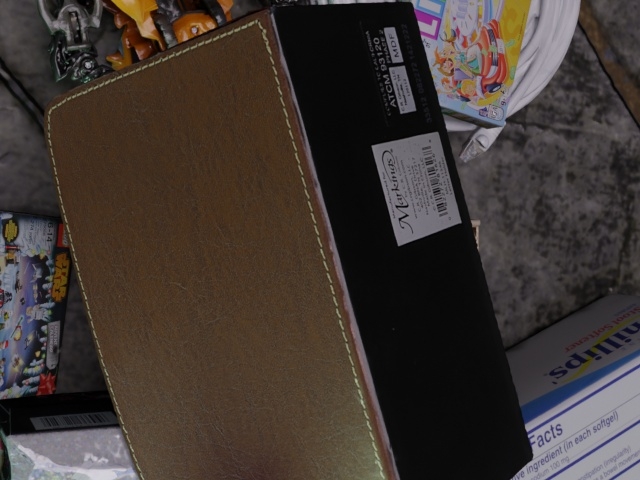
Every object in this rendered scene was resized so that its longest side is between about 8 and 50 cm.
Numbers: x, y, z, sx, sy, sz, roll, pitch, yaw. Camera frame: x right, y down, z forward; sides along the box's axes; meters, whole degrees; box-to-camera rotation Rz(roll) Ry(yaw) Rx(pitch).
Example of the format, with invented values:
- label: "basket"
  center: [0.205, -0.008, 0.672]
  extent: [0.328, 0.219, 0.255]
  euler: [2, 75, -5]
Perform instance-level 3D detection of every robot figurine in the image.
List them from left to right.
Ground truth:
- label: "robot figurine"
  center: [-0.129, -0.222, 0.764]
  extent: [0.211, 0.085, 0.291]
  euler: [-23, 100, -19]

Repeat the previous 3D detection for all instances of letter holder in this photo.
- label: "letter holder"
  center: [-0.027, 0.029, 0.637]
  extent: [0.152, 0.214, 0.302]
  euler: [-20, 96, -52]

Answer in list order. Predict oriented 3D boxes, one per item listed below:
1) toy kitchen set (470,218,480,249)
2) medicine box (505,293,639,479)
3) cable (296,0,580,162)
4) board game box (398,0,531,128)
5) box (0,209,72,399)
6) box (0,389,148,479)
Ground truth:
- label: "toy kitchen set"
  center: [0.118, -0.018, 0.872]
  extent: [0.075, 0.083, 0.068]
  euler: [-2, 94, -22]
- label: "medicine box"
  center: [0.253, 0.234, 0.904]
  extent: [0.263, 0.149, 0.289]
  euler: [-26, 101, -19]
- label: "cable"
  center: [0.104, -0.220, 0.856]
  extent: [0.257, 0.089, 0.257]
  euler: [-42, 106, -16]
- label: "board game box"
  center: [0.112, -0.176, 0.797]
  extent: [0.103, 0.026, 0.154]
  euler: [14, 86, -22]
- label: "box"
  center: [-0.226, 0.047, 0.740]
  extent: [0.094, 0.027, 0.137]
  euler: [7, 90, -64]
- label: "box"
  center: [-0.111, 0.190, 0.747]
  extent: [0.247, 0.163, 0.142]
  euler: [-1, 91, -22]
